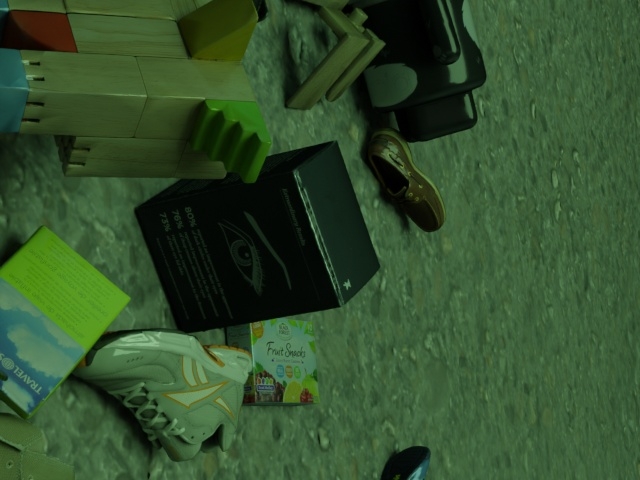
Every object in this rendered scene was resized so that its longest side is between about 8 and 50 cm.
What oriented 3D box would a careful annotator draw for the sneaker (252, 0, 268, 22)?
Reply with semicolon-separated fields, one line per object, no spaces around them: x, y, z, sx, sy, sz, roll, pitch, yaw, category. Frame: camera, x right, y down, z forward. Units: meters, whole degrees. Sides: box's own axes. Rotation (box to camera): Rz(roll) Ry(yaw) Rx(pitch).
-0.125;-0.272;1.521;0.330;0.122;0.146;-51;139;-51;sneaker

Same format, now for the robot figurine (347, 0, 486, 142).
0.138;-0.283;1.908;0.173;0.209;0.278;-21;98;-49;robot figurine

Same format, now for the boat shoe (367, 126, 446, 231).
0.118;-0.076;1.930;0.178;0.064;0.060;56;42;-25;boat shoe

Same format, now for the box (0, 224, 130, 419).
-0.255;0.074;1.183;0.109;0.042;0.178;40;39;-5;box

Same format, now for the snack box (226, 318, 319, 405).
-0.054;0.141;1.571;0.141;0.037;0.100;12;69;-59;snack box

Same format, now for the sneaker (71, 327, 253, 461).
-0.152;0.156;1.338;0.262;0.099;0.121;21;67;-56;sneaker

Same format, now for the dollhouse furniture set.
-0.013;-0.267;1.788;0.151;0.123;0.144;50;22;19;dollhouse furniture set

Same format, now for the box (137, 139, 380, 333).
-0.064;-0.002;1.423;0.108;0.207;0.153;-42;117;-57;box

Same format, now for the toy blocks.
-0.225;-0.192;1.170;0.260;0.191;0.381;0;49;-26;toy blocks

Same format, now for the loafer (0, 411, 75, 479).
-0.284;0.175;1.096;0.268;0.101;0.092;59;32;-49;loafer

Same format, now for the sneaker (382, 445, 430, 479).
0.111;0.335;1.793;0.059;0.053;0.144;60;43;-30;sneaker
